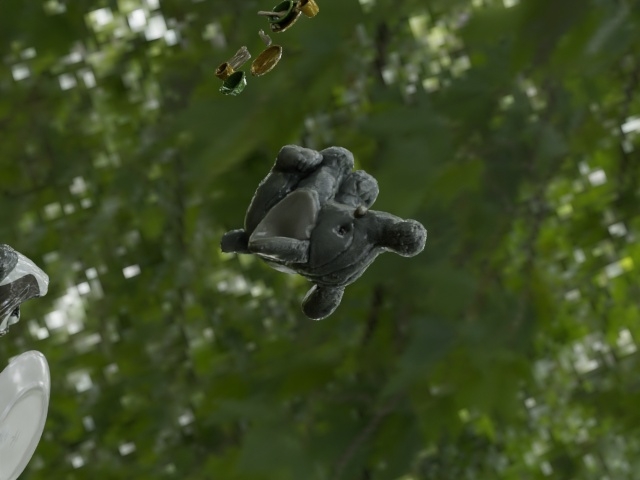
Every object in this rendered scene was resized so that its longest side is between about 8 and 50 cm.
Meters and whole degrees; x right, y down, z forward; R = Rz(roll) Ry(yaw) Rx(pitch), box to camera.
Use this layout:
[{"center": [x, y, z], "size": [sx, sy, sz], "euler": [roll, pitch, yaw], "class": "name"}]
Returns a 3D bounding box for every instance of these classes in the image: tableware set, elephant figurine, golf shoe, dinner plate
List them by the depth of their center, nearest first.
[{"center": [-0.250, 0.156, 1.550], "size": [0.017, 0.141, 0.141], "euler": [21, -45, 16], "class": "dinner plate"}, {"center": [-0.329, 0.072, 1.776], "size": [0.198, 0.094, 0.077], "euler": [-34, -134, 36], "class": "golf shoe"}, {"center": [0.000, 0.000, 2.142], "size": [0.239, 0.169, 0.186], "euler": [-105, -150, -61], "class": "elephant figurine"}, {"center": [-0.066, -0.237, 2.286], "size": [0.024, 0.154, 0.104], "euler": [45, 10, -30], "class": "tableware set"}]
